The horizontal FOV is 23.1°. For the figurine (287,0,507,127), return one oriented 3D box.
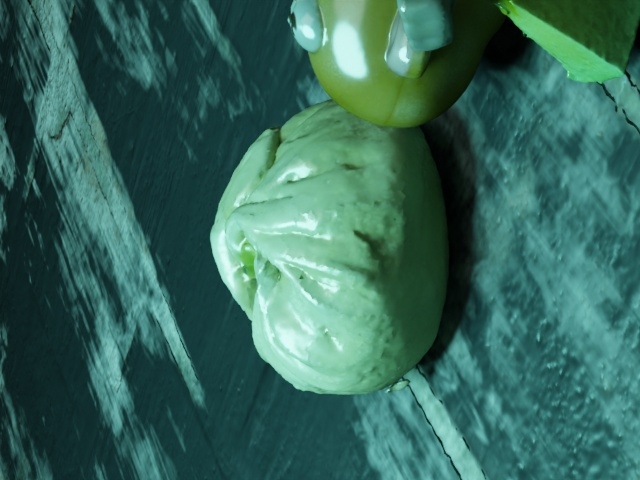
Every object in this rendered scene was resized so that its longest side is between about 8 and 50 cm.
[{"bbox_3d":[0.067,-0.222,1.121,0.167,0.342,0.285,10,107,18],"label":"figurine"}]

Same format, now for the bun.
[{"bbox_3d":[0.000,0.000,1.269,0.259,0.160,0.259,-16,72,62],"label":"bun"}]

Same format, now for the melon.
[{"bbox_3d":[0.156,-0.233,1.025,0.053,0.114,0.261,154,119,-75],"label":"melon"}]
